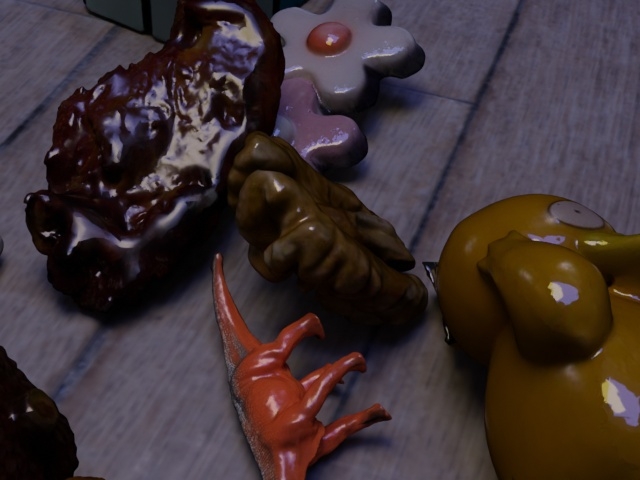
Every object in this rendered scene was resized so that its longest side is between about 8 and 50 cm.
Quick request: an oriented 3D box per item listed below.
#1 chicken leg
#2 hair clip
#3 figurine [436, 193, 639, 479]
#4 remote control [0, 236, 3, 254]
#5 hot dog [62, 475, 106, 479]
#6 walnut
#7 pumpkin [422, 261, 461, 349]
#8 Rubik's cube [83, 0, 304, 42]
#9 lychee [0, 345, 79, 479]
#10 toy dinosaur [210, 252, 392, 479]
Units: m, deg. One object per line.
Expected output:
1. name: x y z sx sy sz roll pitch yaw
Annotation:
1. chicken leg: -0.107 -0.132 0.823 0.158 0.096 0.407 15 70 -11
2. hair clip: -0.011 -0.118 0.911 0.146 0.075 0.257 24 51 15
3. figurine: 0.160 0.078 0.627 0.215 0.215 0.228 6 66 3
4. remote control: -0.286 0.082 0.704 0.067 0.029 0.261 10 45 7
5. hot dog: -0.052 0.206 0.481 0.259 0.114 0.175 27 56 -11
6. walnut: 0.000 0.000 0.737 0.069 0.170 0.143 -42 40 17
7. pumpkin: 0.117 0.044 0.763 0.101 0.035 0.073 -5 49 -22
8. Rubik's cube: -0.113 -0.301 1.029 0.180 0.167 0.183 26 49 23
9. lychee: -0.215 0.122 0.549 0.194 0.194 0.194 2 42 -1
10. toy dinosaur: -0.009 0.114 0.664 0.101 0.055 0.279 -30 50 -8
